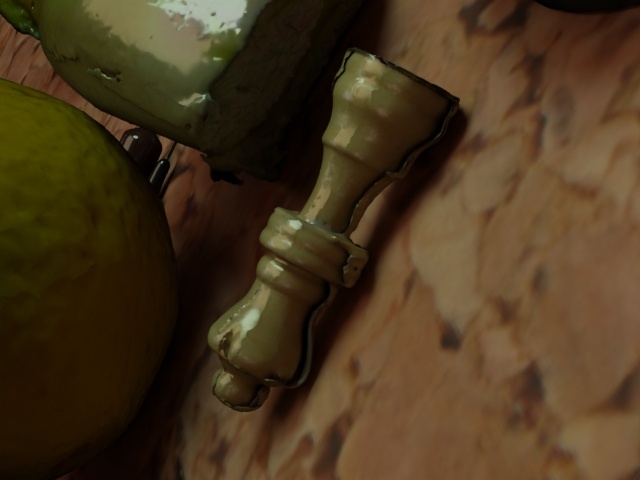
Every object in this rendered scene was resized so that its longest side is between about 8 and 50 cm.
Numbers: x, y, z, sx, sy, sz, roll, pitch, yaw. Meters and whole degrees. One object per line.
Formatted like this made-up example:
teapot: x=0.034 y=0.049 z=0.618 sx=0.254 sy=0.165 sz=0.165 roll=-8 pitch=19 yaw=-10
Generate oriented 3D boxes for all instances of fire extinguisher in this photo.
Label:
fire extinguisher: x=-0.132 y=-0.019 z=0.963 sx=0.173 sy=0.035 sz=0.049 roll=-66 pitch=21 yaw=-2

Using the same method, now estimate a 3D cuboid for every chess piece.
chess piece: x=-0.001 y=0.000 z=0.662 sx=0.172 sy=0.060 sz=0.060 roll=-63 pitch=24 yaw=3

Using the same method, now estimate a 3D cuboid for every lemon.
lemon: x=-0.193 y=0.024 z=0.774 sx=0.228 sy=0.228 sz=0.253 roll=-61 pitch=-15 yaw=1

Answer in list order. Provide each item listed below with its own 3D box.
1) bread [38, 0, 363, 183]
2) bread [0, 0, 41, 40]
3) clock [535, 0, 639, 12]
bread: x=-0.069 y=-0.126 z=0.803 sx=0.158 sy=0.156 sz=0.261 roll=-63 pitch=25 yaw=1
bread: x=-0.156 y=-0.318 z=1.164 sx=0.112 sy=0.166 sz=0.383 roll=-34 pitch=-15 yaw=-52
clock: x=0.153 y=-0.241 z=0.601 sx=0.319 sy=0.066 sz=0.318 roll=-44 pitch=30 yaw=33
